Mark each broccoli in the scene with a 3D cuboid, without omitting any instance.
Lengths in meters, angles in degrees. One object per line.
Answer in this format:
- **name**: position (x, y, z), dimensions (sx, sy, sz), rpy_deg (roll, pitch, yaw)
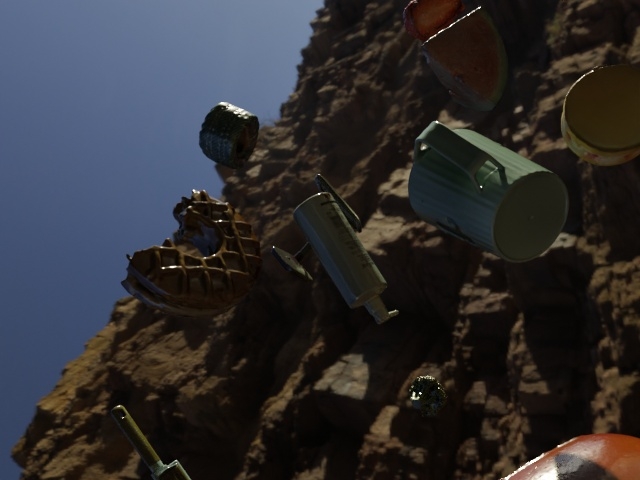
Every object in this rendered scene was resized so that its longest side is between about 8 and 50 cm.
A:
- **broccoli**: position (0.337, 0.495, 2.105), dimensions (0.120, 0.131, 0.130), rpy_deg (-17, -98, -48)

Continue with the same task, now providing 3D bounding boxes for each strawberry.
- **strawberry**: position (0.309, -0.623, 1.839), dimensions (0.188, 0.082, 0.121), rpy_deg (-29, -76, -20)

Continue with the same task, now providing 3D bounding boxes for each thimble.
- **thimble**: position (-0.191, -0.221, 1.400), dimensions (0.118, 0.090, 0.135), rpy_deg (-60, -12, -20)

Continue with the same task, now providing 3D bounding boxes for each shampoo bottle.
- **shampoo bottle**: position (0.048, 0.038, 1.222), dimensions (0.085, 0.085, 0.262), rpy_deg (-13, -114, -49)

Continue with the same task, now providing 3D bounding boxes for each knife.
- **knife**: position (-0.301, 0.460, 1.314), dimensions (0.061, 0.027, 0.343), rpy_deg (-25, -111, -46)

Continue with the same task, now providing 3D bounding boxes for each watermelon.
- **watermelon**: position (0.297, -0.358, 1.281), dimensions (0.202, 0.136, 0.207), rpy_deg (-3, -80, -58)

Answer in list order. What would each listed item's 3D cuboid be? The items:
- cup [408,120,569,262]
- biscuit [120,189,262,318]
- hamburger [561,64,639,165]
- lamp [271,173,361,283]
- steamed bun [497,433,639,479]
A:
- **cup**: position (0.434, -0.137, 1.869), dimensions (0.401, 0.392, 0.310), rpy_deg (10, -74, -29)
- **biscuit**: position (-0.271, 0.038, 1.532), dimensions (0.268, 0.115, 0.366), rpy_deg (32, -141, -5)
- **hamburger**: position (0.833, -0.357, 1.867), dimensions (0.261, 0.302, 0.186), rpy_deg (48, -173, 19)
- **lamp**: position (0.006, -0.001, 1.725), dimensions (0.124, 0.283, 0.203), rpy_deg (13, -152, -43)
- **steamed bun**: position (0.325, 0.431, 0.833), dimensions (0.379, 0.248, 0.235), rpy_deg (-21, -60, -19)
